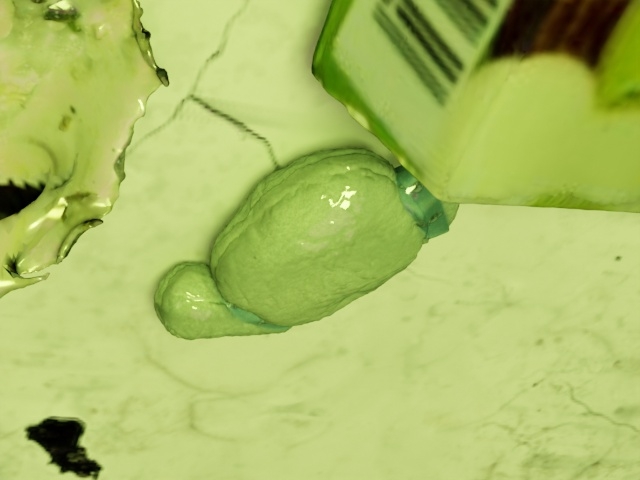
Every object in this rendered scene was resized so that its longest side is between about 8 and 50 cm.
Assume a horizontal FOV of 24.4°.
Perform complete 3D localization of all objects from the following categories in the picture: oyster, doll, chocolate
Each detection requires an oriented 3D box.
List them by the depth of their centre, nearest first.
[{"bbox_3d":[0.187,-0.145,0.696,0.288,0.137,0.301,2,137,-28],"label":"chocolate"},{"bbox_3d":[-0.160,-0.047,0.758,0.132,0.072,0.209,12,107,-18],"label":"oyster"},{"bbox_3d":[0.000,0.000,0.840,0.214,0.072,0.103,-36,130,20],"label":"doll"}]
